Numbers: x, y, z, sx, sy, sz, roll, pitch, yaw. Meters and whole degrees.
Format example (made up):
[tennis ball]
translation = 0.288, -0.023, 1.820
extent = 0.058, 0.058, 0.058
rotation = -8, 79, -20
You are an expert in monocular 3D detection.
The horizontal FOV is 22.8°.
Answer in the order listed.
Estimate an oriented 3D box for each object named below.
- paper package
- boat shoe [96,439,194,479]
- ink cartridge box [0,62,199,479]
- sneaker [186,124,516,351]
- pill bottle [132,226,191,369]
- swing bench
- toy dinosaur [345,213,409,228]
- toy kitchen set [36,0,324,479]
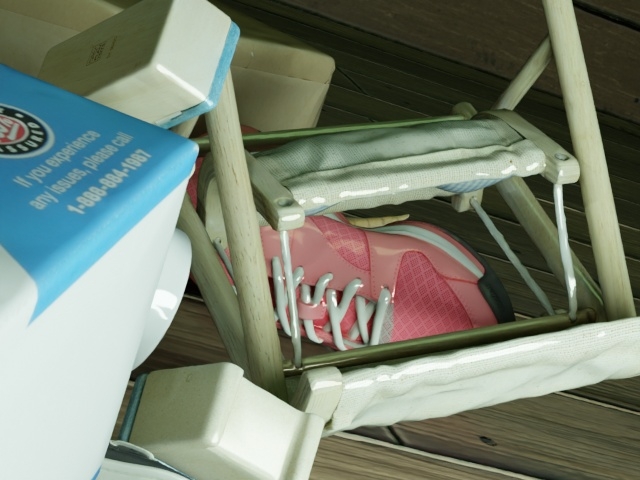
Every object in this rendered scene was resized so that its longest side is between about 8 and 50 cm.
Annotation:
[paper package]
translation = -0.199, -0.145, 1.323
extent = 0.325, 0.168, 0.309
rotation = 28, 14, 29
[boat shoe]
translation = -0.089, 0.117, 0.736
extent = 0.125, 0.046, 0.038
rotation = 14, 18, 6
[ink cartridge box]
translation = -0.282, 0.004, 0.526
extent = 0.395, 0.166, 0.285
rotation = 23, 26, 7
[sneaker]
translation = -0.012, 0.033, 1.106
extent = 0.314, 0.116, 0.136
rotation = 29, 36, 28
[pill bottle]
translation = -0.185, -0.008, 0.875
extent = 0.216, 0.121, 0.121
rotation = 26, 10, -25
[swing bench]
translation = 0.052, -0.004, 0.952
extent = 0.253, 0.165, 0.255
rotation = -7, 65, -24
[toy dinosaur]
translation = 0.000, 0.000, 1.319
extent = 0.112, 0.064, 0.211
rotation = 38, 22, -5
[toy kitchen set]
translation = -0.075, 0.011, 0.811
extent = 0.166, 0.207, 0.122
rotation = 34, -31, -32
